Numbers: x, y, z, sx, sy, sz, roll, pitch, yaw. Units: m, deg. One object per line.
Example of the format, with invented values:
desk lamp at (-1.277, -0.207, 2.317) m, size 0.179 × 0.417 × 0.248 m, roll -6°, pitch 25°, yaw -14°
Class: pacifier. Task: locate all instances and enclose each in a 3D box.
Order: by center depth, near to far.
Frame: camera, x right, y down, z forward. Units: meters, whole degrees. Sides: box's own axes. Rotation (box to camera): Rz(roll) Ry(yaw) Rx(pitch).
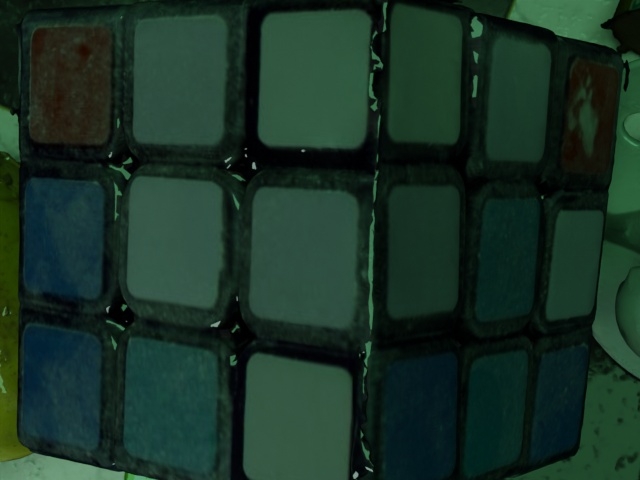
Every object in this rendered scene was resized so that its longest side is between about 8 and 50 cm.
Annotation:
pacifier at (0.332, 0.018, 1.082) m, size 0.288 × 0.269 × 0.343 m, roll -10°, pitch 114°, yaw 29°

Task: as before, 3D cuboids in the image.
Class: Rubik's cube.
Rubik's cube at (0.000, 0.000, 0.999) m, size 0.363 × 0.359 × 0.362 m, roll 5°, pitch 97°, yaw 38°

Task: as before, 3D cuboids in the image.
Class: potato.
potato at (-0.314, 0.056, 1.191) m, size 0.173 × 0.140 × 0.300 m, roll -15°, pitch 89°, yaw -6°

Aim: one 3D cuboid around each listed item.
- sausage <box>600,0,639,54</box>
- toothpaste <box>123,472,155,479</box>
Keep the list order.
sausage at (0.387, -0.320, 1.204) m, size 0.125 × 0.117 × 0.317 m, roll 19°, pitch 84°, yaw 39°
toothpaste at (-0.137, 0.138, 1.212) m, size 0.081 × 0.067 × 0.336 m, roll 6°, pitch 85°, yaw 0°
